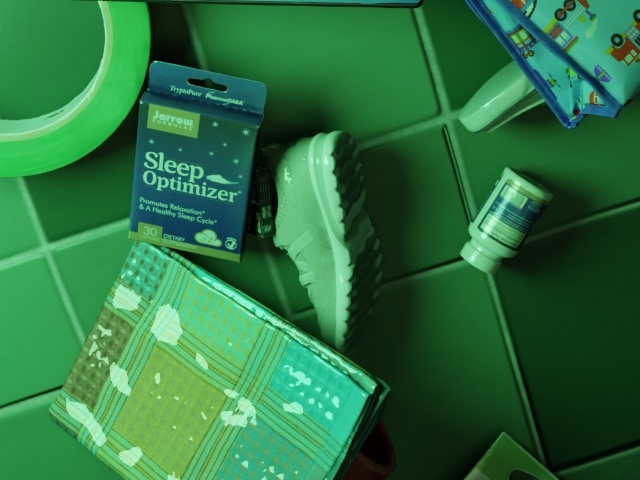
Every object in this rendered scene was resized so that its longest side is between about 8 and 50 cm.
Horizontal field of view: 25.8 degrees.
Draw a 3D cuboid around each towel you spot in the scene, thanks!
[{"bbox_3d":[-0.129,0.189,1.598,0.370,0.040,0.271,32,99,25],"label":"towel"}]

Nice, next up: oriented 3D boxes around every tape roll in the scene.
[{"bbox_3d":[-0.346,-0.232,1.539,0.321,0.077,0.321,-2,108,-6],"label":"tape roll"}]

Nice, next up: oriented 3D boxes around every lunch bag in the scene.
[{"bbox_3d":[0.262,-0.302,1.473,0.221,0.138,0.293,-45,98,-11],"label":"lunch bag"}]

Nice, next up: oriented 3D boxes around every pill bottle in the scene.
[{"bbox_3d":[0.219,-0.022,1.670,0.067,0.067,0.120,28,103,-14],"label":"pill bottle"}]

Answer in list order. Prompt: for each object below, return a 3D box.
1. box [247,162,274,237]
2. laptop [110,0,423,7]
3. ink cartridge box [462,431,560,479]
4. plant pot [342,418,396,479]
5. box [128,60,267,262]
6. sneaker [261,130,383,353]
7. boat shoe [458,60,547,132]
[{"bbox_3d":[-0.083,-0.050,1.631,0.018,0.067,0.083,-18,114,-35],"label":"box"},{"bbox_3d":[-0.069,-0.469,1.396,0.382,0.236,0.408,0,138,-6],"label":"laptop"},{"bbox_3d":[0.209,0.380,1.808,0.171,0.056,0.235,41,84,-17],"label":"ink cartridge box"},{"bbox_3d":[-0.030,0.244,1.669,0.174,0.191,0.191,-39,108,13],"label":"plant pot"},{"bbox_3d":[-0.141,-0.086,1.576,0.136,0.036,0.225,12,123,3],"label":"box"},{"bbox_3d":[0.000,0.000,1.657,0.115,0.105,0.281,4,115,27],"label":"sneaker"},{"bbox_3d":[0.287,-0.193,1.612,0.267,0.096,0.088,-37,103,-2],"label":"boat shoe"}]
